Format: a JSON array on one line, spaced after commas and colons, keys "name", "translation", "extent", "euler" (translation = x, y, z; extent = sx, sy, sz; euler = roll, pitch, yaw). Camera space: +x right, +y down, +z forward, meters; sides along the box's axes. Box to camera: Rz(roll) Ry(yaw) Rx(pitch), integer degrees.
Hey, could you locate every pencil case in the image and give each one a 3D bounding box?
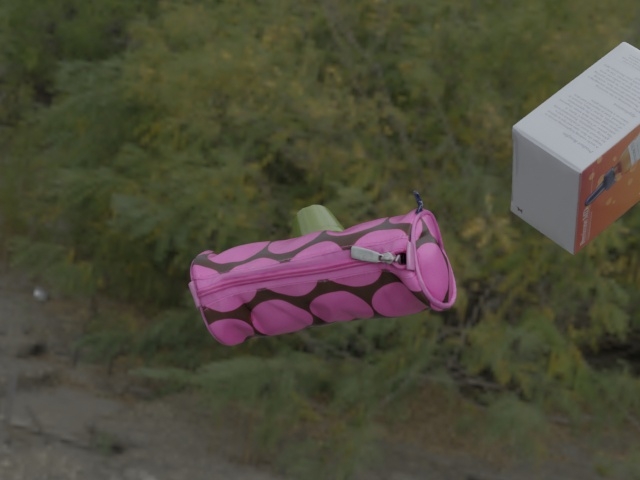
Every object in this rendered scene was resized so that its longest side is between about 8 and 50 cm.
[{"name": "pencil case", "translation": [-0.003, 0.029, 1.015], "extent": [0.209, 0.095, 0.098], "euler": [-13, 1, 23]}]

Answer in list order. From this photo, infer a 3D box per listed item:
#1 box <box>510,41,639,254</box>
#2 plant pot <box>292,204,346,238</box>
[{"name": "box", "translation": [0.283, -0.094, 1.307], "extent": [0.091, 0.170, 0.130], "euler": [39, -25, 31]}, {"name": "plant pot", "translation": [0.000, 0.000, 1.519], "extent": [0.083, 0.083, 0.079], "euler": [8, 32, -22]}]
